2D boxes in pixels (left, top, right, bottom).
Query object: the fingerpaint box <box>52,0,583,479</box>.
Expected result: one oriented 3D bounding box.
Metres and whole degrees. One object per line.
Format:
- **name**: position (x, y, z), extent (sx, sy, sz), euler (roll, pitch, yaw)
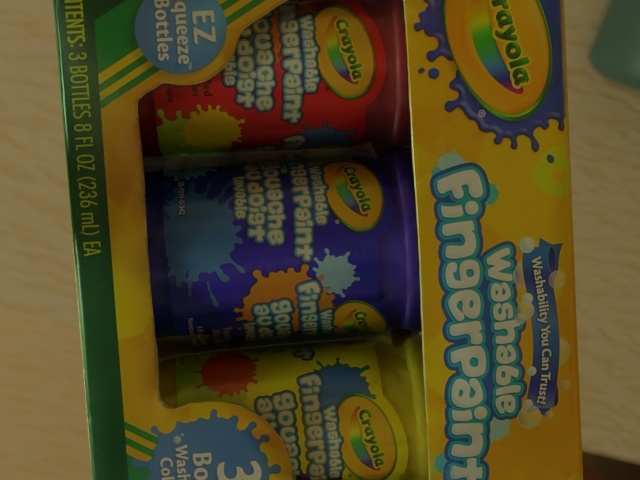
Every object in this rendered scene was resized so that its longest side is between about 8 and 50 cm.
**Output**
- **fingerpaint box**: position (0.000, 0.000, 1.066), extent (0.163, 0.371, 0.445), euler (-125, 32, -82)
